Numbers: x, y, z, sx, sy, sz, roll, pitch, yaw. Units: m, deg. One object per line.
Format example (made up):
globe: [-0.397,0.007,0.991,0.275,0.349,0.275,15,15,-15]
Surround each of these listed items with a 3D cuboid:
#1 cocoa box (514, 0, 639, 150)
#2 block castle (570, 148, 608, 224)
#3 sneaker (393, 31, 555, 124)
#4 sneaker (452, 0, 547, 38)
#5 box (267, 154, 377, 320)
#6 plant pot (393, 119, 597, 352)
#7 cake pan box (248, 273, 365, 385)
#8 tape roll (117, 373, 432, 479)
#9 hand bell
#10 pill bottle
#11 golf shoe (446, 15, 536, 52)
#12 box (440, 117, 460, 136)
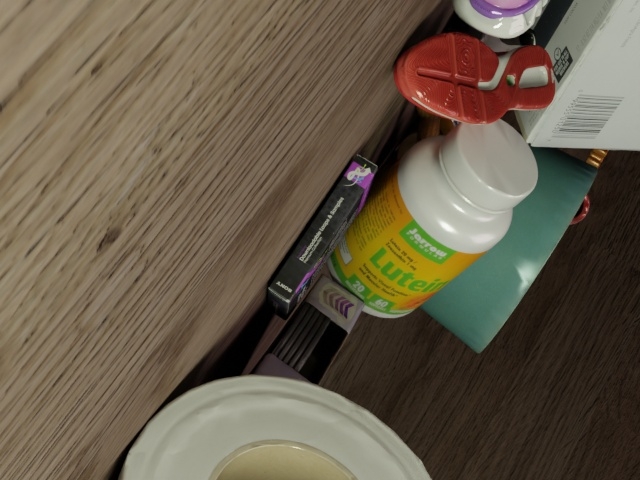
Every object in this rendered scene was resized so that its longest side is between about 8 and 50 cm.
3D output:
cocoa box: [0.365,-0.293,1.265,0.347,0.231,0.228,115,-30,-52]
block castle: [0.463,-0.287,2.110,0.453,0.303,0.213,-61,172,26]
sneaker: [0.118,-0.144,1.097,0.221,0.128,0.087,-1,86,-46]
sneaker: [0.212,-0.298,1.064,0.236,0.095,0.104,-54,165,-26]
box: [0.000,0.000,1.149,0.162,0.029,0.116,-58,175,-13]
plant pot: [0.191,-0.033,1.535,0.293,0.235,0.293,-57,175,-8]
cake pan box: [-0.068,0.186,1.218,0.267,0.070,0.246,-54,-178,34]
tape roll: [-0.035,0.251,0.929,0.286,0.286,0.100,-51,170,-48]
hand bell: [0.121,-0.122,1.293,0.126,0.126,0.242,-55,160,-25]
pill bottle: [0.119,-0.027,1.232,0.246,0.136,0.136,-45,-175,47]
golf shoe: [0.194,-0.223,1.273,0.077,0.094,0.198,-61,175,23]
box: [0.169,-0.174,1.388,0.081,0.028,0.136,-55,138,-25]
